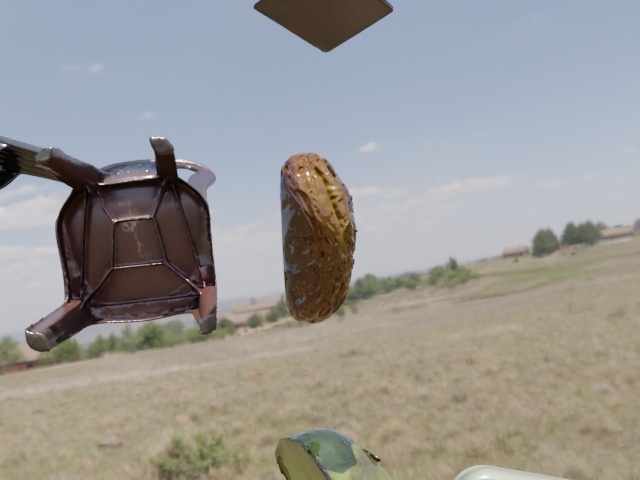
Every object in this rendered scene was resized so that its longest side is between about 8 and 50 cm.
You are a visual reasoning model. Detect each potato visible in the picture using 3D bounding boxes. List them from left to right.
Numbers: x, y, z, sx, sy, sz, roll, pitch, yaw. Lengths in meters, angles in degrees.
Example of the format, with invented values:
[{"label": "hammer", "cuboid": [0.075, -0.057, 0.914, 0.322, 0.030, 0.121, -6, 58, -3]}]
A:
[{"label": "potato", "cuboid": [0.058, 0.355, 1.013, 0.111, 0.272, 0.160, -23, -29, -29]}]

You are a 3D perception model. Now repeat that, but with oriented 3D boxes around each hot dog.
[{"label": "hot dog", "cuboid": [-0.003, 0.001, 0.989, 0.099, 0.227, 0.160, 4, 22, 5]}]

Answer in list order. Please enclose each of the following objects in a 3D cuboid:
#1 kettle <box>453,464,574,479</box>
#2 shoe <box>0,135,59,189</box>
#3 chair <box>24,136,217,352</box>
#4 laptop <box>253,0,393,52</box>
[{"label": "kettle", "cuboid": [0.158, 0.310, 0.698, 0.243, 0.211, 0.160, 2, 3, 2]}, {"label": "shoe", "cuboid": [-0.349, -0.079, 0.822, 0.159, 0.053, 0.062, 11, -29, 4]}, {"label": "chair", "cuboid": [-0.199, -0.007, 0.817, 0.175, 0.183, 0.326, -6, 3, -4]}, {"label": "laptop", "cuboid": [0.008, -0.341, 1.095, 0.135, 0.016, 0.197, -27, -21, 25]}]
